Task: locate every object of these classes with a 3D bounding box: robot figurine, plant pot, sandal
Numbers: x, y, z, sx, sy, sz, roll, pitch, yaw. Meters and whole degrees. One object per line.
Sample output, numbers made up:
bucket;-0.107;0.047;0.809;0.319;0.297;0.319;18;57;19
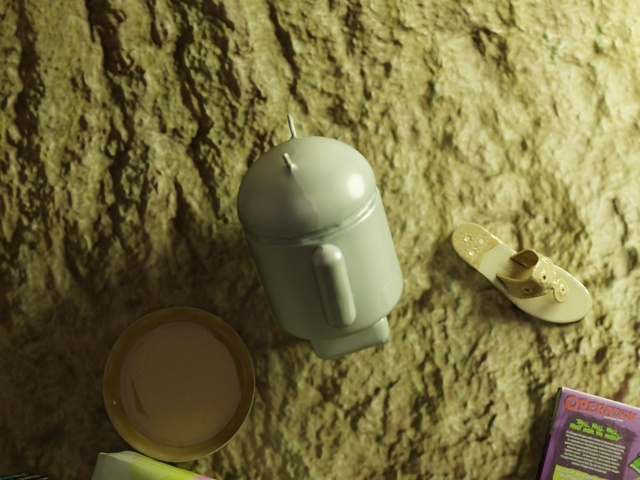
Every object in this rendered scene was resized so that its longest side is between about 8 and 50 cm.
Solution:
robot figurine;0.000;0.000;1.473;0.200;0.300;0.353;-19;121;-2
plant pot;-0.216;0.222;1.585;0.236;0.032;0.236;-1;81;3
sandal;0.304;0.049;1.553;0.240;0.079;0.088;32;85;7

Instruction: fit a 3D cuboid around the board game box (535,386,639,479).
board game box;0.499;0.361;1.515;0.347;0.056;0.208;16;87;6

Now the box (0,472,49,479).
box;-0.467;0.431;1.475;0.051;0.220;0.175;5;82;9

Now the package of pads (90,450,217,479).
package of pads;-0.217;0.447;1.487;0.297;0.101;0.229;13;79;18
